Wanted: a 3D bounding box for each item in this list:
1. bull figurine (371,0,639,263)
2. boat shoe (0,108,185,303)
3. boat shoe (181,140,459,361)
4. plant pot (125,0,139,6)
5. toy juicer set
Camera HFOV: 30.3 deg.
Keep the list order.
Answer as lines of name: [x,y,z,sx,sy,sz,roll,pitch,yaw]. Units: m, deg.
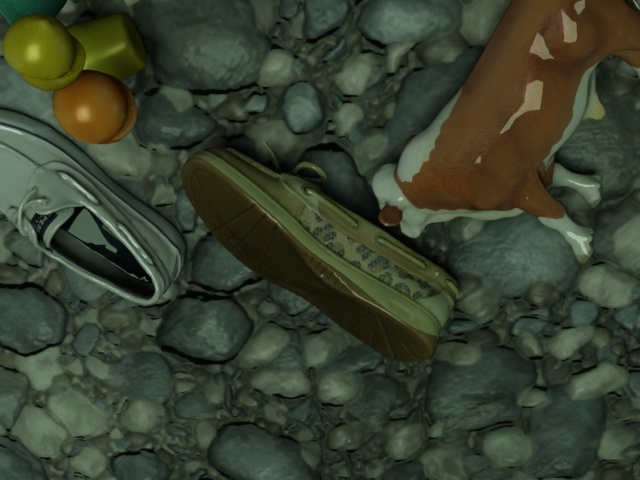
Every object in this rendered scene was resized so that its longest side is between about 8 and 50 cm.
bull figurine: [0.178,-0.095,1.002,0.188,0.101,0.310,25,121,-9]
boat shoe: [-0.244,-0.032,1.111,0.258,0.084,0.095,30,118,-7]
boat shoe: [0.000,0.000,1.095,0.285,0.089,0.104,39,151,-11]
plant pot: [-0.133,-0.269,0.964,0.096,0.109,0.109,-23,112,6]
toy juicer set: [-0.244,-0.206,0.914,0.089,0.209,0.329,-20,129,9]
